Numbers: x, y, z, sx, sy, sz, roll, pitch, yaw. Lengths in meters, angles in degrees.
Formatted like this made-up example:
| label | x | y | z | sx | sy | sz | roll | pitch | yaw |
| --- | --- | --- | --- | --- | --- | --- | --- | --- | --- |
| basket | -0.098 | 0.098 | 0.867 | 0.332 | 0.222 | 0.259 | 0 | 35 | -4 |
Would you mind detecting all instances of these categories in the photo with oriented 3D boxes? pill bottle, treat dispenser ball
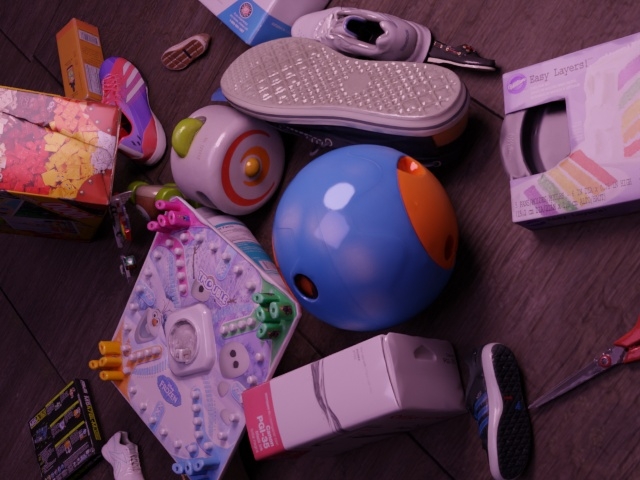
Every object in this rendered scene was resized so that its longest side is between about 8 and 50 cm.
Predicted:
| label | x | y | z | sx | sy | sz | roll | pitch | yaw |
| --- | --- | --- | --- | --- | --- | --- | --- | --- | --- |
| pill bottle | -0.167 | 0.054 | 1.644 | 0.146 | 0.146 | 0.264 | -52 | 53 | 17 |
| treat dispenser ball | 0.069 | -0.004 | 1.373 | 0.288 | 0.288 | 0.288 | -10 | 74 | 37 |

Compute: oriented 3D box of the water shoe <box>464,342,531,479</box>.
| label | x | y | z | sx | sy | sz | roll | pitch | yaw |
| --- | --- | --- | --- | --- | --- | --- | --- | --- | --- |
| water shoe | 0.258 | 0.256 | 1.318 | 0.080 | 0.073 | 0.203 | -27 | 58 | 56 |

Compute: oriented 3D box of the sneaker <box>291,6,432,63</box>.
| label | x | y | z | sx | sy | sz | roll | pitch | yaw |
| --- | --- | --- | --- | --- | --- | --- | --- | --- | --- |
| sneaker | 0.053 | -0.374 | 1.576 | 0.297 | 0.129 | 0.111 | 15 | 91 | 41 |

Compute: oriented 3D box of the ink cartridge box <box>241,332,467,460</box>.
| label | x | y | z | sx | sy | sz | roll | pitch | yaw |
| --- | --- | --- | --- | --- | --- | --- | --- | --- | --- |
| ink cartridge box | 0.053 | 0.248 | 1.381 | 0.283 | 0.207 | 0.117 | -26 | 65 | 32 |

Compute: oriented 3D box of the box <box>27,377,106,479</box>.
| label | x | y | z | sx | sy | sz | roll | pitch | yaw |
| --- | --- | --- | --- | --- | --- | --- | --- | --- | --- |
| box | -0.551 | 0.426 | 1.935 | 0.190 | 0.045 | 0.184 | -42 | 55 | 25 |

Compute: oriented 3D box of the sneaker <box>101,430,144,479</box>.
| label | x | y | z | sx | sy | sz | roll | pitch | yaw |
| --- | --- | --- | --- | --- | --- | --- | --- | --- | --- |
| sneaker | -0.389 | 0.447 | 1.793 | 0.152 | 0.053 | 0.061 | 44 | 105 | 37 |

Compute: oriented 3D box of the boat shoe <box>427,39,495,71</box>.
| label | x | y | z | sx | sy | sz | roll | pitch | yaw |
| --- | --- | --- | --- | --- | --- | --- | --- | --- | --- |
| boat shoe | 0.234 | -0.303 | 1.465 | 0.133 | 0.049 | 0.042 | 24 | 103 | 44 |

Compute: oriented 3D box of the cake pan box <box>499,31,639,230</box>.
| label | x | y | z | sx | sy | sz | roll | pitch | yaw |
| --- | --- | --- | --- | --- | --- | --- | --- | --- | --- |
| cake pan box | 0.393 | -0.156 | 1.293 | 0.266 | 0.070 | 0.246 | -10 | 71 | 37 |

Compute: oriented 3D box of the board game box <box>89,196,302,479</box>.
| label | x | y | z | sx | sy | sz | roll | pitch | yaw |
| --- | --- | --- | --- | --- | --- | --- | --- | --- | --- |
| board game box | -0.240 | 0.176 | 1.560 | 0.390 | 0.050 | 0.390 | 39 | 111 | 38 |

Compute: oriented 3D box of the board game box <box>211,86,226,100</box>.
| label | x | y | z | sx | sy | sz | roll | pitch | yaw |
| --- | --- | --- | --- | --- | --- | --- | --- | --- | --- |
| board game box | -0.130 | -0.287 | 1.733 | 0.168 | 0.133 | 0.033 | 8 | 128 | 42 |

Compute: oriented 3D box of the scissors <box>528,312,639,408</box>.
| label | x | y | z | sx | sy | sz | roll | pitch | yaw |
| --- | --- | --- | --- | --- | --- | --- | --- | --- | --- |
| scissors | 0.411 | 0.151 | 1.241 | 0.297 | 0.021 | 0.109 | -25 | 68 | 34 |

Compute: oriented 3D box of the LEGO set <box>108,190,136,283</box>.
| label | x | y | z | sx | sy | sz | roll | pitch | yaw |
| --- | --- | --- | --- | --- | --- | --- | --- | --- | --- |
| LEGO set | -0.394 | -0.009 | 1.811 | 0.244 | 0.060 | 0.182 | -162 | 59 | -74 |

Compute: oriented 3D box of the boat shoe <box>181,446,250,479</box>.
| label | x | y | z | sx | sy | sz | roll | pitch | yaw |
| --- | --- | --- | --- | --- | --- | --- | --- | --- | --- |
| boat shoe | -0.192 | 0.448 | 1.597 | 0.096 | 0.116 | 0.324 | -41 | 53 | 30 |

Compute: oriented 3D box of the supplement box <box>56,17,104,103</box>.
| label | x | y | z | sx | sy | sz | roll | pitch | yaw |
| --- | --- | --- | --- | --- | --- | --- | --- | --- | --- |
| supplement box | -0.563 | -0.407 | 2.115 | 0.078 | 0.080 | 0.233 | -30 | 61 | 31 |

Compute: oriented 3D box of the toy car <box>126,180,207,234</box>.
| label | x | y | z | sx | sy | sz | roll | pitch | yaw |
| --- | --- | --- | --- | --- | --- | --- | --- | --- | --- |
| toy car | -0.304 | -0.017 | 1.785 | 0.155 | 0.149 | 0.188 | 13 | 100 | 51 |

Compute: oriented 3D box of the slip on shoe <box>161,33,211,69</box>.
| label | x | y | z | sx | sy | sz | roll | pitch | yaw |
| --- | --- | --- | --- | --- | --- | --- | --- | --- | --- |
| slip on shoe | -0.288 | -0.410 | 1.919 | 0.135 | 0.051 | 0.041 | -22 | 27 | 42 |

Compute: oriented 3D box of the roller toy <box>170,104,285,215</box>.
| label | x | y | z | sx | sy | sz | roll | pitch | yaw |
| --- | --- | --- | --- | --- | --- | --- | --- | --- | --- |
| roller toy | -0.165 | -0.150 | 1.662 | 0.146 | 0.209 | 0.191 | 21 | 126 | 40 |

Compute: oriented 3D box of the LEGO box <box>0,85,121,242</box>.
| label | x | y | z | sx | sy | sz | roll | pitch | yaw |
| --- | --- | --- | --- | --- | --- | --- | --- | --- | --- |
| LEGO box | -0.614 | -0.141 | 1.768 | 0.500 | 0.372 | 0.193 | 155 | 121 | -70 |

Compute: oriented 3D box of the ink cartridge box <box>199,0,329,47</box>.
| label | x | y | z | sx | sy | sz | roll | pitch | yaw |
| --- | --- | --- | --- | --- | --- | --- | --- | --- | --- |
| ink cartridge box | -0.075 | -0.536 | 1.715 | 0.307 | 0.129 | 0.223 | -55 | 52 | 16 |

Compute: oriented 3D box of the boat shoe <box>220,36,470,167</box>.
| label | x | y | z | sx | sy | sz | roll | pitch | yaw |
| --- | --- | --- | --- | --- | --- | --- | --- | --- | --- |
| boat shoe | 0.032 | -0.228 | 1.520 | 0.500 | 0.156 | 0.187 | 17 | 61 | 33 |

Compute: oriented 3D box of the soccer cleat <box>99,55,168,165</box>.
| label | x | y | z | sx | sy | sz | roll | pitch | yaw |
| --- | --- | --- | --- | --- | --- | --- | --- | --- | --- |
| soccer cleat | -0.439 | -0.302 | 1.963 | 0.108 | 0.116 | 0.318 | -42 | 57 | 24 |
